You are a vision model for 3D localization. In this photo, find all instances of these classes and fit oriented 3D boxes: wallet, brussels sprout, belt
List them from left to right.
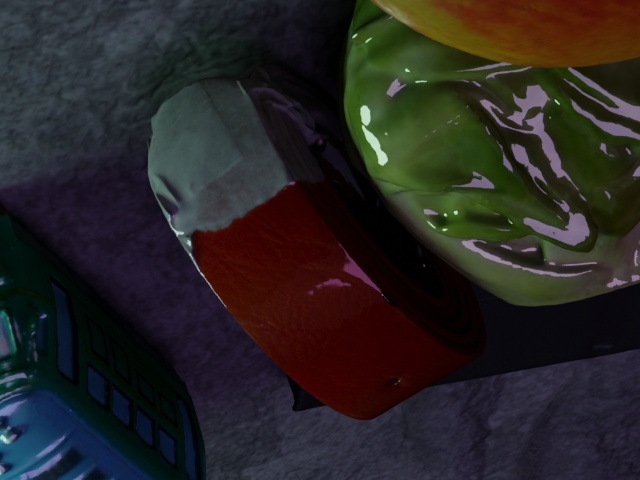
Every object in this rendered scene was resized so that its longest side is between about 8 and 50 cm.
[{"bbox_3d":[0.000,0.000,1.348,0.115,0.227,0.324,-34,126,18],"label":"belt"},{"bbox_3d":[0.170,0.049,1.624,0.406,0.062,0.228,-10,140,-16],"label":"wallet"},{"bbox_3d":[0.152,-0.113,1.274,0.328,0.247,0.328,5,125,7],"label":"brussels sprout"}]

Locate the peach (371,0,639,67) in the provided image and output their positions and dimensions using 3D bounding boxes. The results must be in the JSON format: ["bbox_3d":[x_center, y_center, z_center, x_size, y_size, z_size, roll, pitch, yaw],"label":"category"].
[{"bbox_3d":[0.158,-0.283,1.000,0.388,0.388,0.388,-13,141,-11],"label":"peach"}]

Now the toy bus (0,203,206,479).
[{"bbox_3d":[-0.239,0.146,1.436,0.183,0.199,0.343,-29,139,10],"label":"toy bus"}]
